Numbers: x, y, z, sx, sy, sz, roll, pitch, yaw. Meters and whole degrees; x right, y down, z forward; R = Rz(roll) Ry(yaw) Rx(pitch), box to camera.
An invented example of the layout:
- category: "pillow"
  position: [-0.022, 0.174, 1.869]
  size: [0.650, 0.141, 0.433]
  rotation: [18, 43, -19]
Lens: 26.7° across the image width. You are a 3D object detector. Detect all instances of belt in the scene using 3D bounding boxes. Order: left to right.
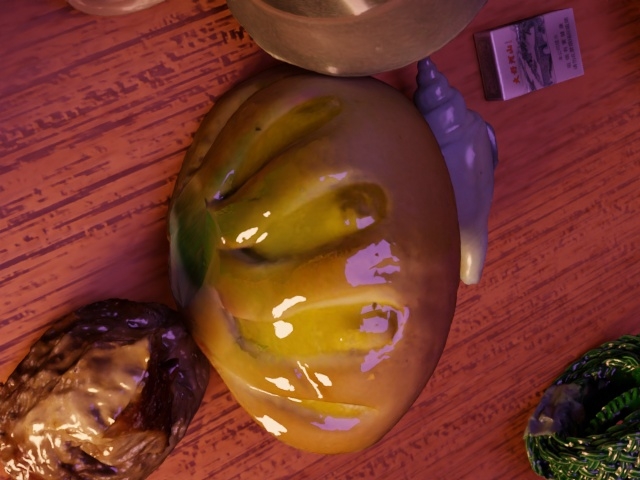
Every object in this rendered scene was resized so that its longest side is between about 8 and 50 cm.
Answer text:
- category: "belt"
  position: [0.233, 0.145, 1.037]
  size: [0.151, 0.121, 0.079]
  rotation: [-37, 115, -19]

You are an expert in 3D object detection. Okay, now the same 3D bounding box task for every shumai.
- category: "shumai"
  position: [-0.130, 0.109, 0.832]
  size: [0.139, 0.105, 0.123]
  rotation: [-30, 114, 0]

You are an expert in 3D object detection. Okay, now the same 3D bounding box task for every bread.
- category: "bread"
  position: [0.001, -0.014, 0.848]
  size: [0.158, 0.156, 0.261]
  rotation: [6, 49, -33]

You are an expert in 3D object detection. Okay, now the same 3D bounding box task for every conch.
- category: "conch"
  position: [0.094, -0.057, 0.973]
  size: [0.065, 0.088, 0.180]
  rotation: [-9, 112, 13]

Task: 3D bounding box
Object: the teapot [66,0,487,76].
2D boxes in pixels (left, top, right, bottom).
- category: "teapot"
  position: [-0.046, -0.226, 0.705]
  size: [0.344, 0.300, 0.253]
  rotation: [39, 33, -65]

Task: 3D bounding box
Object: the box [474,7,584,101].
- category: "box"
  position: [0.158, -0.141, 1.019]
  size: [0.083, 0.024, 0.054]
  rotation: [-20, 106, -29]
